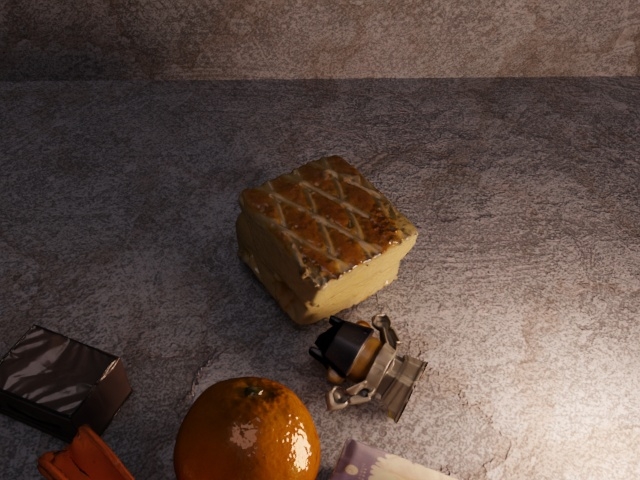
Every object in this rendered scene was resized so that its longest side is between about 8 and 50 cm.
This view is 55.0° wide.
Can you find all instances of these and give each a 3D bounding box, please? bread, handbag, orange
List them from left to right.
[{"bbox_3d":[-0.352,0.554,1.160,0.410,0.303,0.116,35,56,25],"label":"handbag"},{"bbox_3d":[-0.151,0.437,1.283,0.312,0.312,0.312,3,49,-3],"label":"orange"},{"bbox_3d":[0.000,0.000,1.689,0.371,0.279,0.390,-29,57,-29],"label":"bread"}]

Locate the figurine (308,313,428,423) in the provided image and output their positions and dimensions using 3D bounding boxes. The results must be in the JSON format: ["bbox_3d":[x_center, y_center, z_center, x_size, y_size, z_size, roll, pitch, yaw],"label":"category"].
[{"bbox_3d":[0.116,0.299,1.530,0.308,0.143,0.308,15,35,-11],"label":"figurine"}]

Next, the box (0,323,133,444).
[{"bbox_3d":[-0.604,0.337,1.425,0.252,0.153,0.188,20,49,14],"label":"box"}]

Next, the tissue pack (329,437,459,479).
[{"bbox_3d":[0.175,0.566,1.263,0.344,0.125,0.242,17,19,11],"label":"tissue pack"}]
